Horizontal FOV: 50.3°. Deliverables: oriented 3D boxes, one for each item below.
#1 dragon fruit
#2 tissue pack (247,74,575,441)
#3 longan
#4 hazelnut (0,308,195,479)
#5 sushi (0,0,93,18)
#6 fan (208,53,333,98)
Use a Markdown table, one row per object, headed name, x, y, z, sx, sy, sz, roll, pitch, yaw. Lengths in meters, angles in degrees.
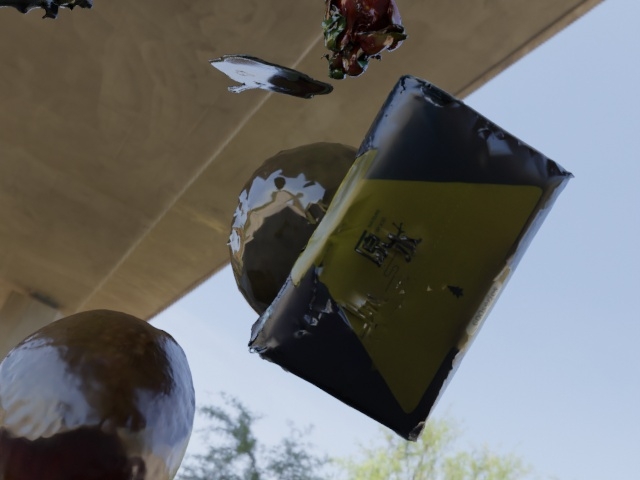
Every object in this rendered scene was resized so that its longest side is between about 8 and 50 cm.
| name | x | y | z | sx | sy | sz | roll | pitch | yaw |
| --- | --- | --- | --- | --- | --- | --- | --- | --- | --- |
| dragon fruit | 0.054 | -0.302 | 0.908 | 0.142 | 0.175 | 0.138 | 28 | -9 | 35 |
| tissue pack | 0.110 | 0.027 | 0.949 | 0.264 | 0.417 | 0.253 | 31 | 0 | -1 |
| longan | 0.000 | 0.000 | 1.321 | 0.391 | 0.391 | 0.391 | 14 | -30 | 8 |
| hazelnut | -0.407 | 0.329 | 1.202 | 0.352 | 0.421 | 0.421 | 12 | -21 | -37 |
| sushi | -0.470 | -0.536 | 1.056 | 0.299 | 0.294 | 0.281 | -4 | -27 | -19 |
| fan | -0.073 | -0.189 | 0.813 | 0.132 | 0.009 | 0.220 | 16 | -1 | -26 |
